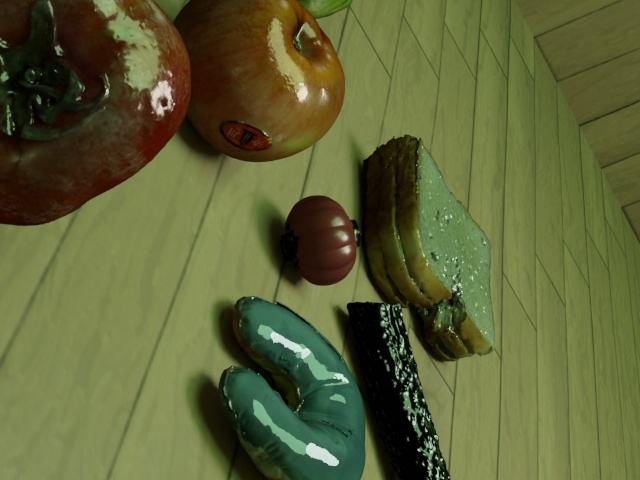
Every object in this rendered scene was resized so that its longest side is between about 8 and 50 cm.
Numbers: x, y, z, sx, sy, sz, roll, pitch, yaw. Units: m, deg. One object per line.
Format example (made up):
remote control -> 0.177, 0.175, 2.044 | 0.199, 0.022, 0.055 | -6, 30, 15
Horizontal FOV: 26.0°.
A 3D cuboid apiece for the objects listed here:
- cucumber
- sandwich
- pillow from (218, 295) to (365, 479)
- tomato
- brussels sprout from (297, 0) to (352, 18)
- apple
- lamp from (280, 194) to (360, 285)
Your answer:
cucumber -> 0.099, 0.212, 1.693 | 0.072, 0.072, 0.300 | 18, 54, -63
sandwich -> 0.156, 0.022, 1.982 | 0.273, 0.095, 0.249 | 50, 31, -41
pillow -> -0.026, 0.163, 1.427 | 0.214, 0.086, 0.233 | 51, 25, -26
tomato -> -0.223, -0.128, 1.066 | 0.188, 0.232, 0.232 | -172, -122, -81
brussels sprout -> -0.028, -0.373, 1.886 | 0.151, 0.122, 0.149 | 59, -23, 19
apple -> -0.071, -0.188, 1.544 | 0.209, 0.164, 0.209 | 47, 30, -38
lamp -> 0.000, 0.000, 1.629 | 0.107, 0.092, 0.107 | 166, -90, -76
